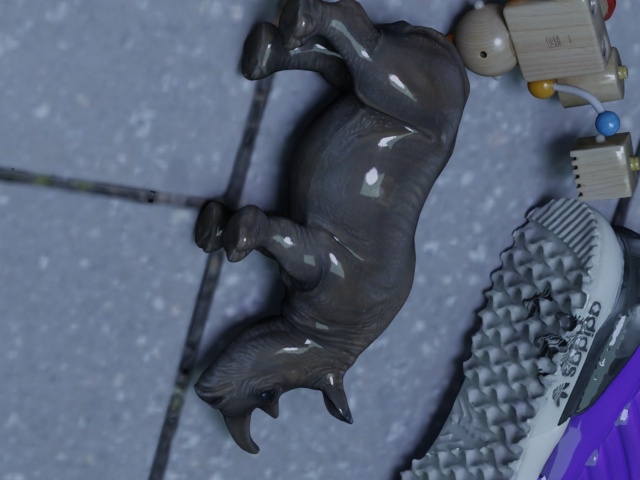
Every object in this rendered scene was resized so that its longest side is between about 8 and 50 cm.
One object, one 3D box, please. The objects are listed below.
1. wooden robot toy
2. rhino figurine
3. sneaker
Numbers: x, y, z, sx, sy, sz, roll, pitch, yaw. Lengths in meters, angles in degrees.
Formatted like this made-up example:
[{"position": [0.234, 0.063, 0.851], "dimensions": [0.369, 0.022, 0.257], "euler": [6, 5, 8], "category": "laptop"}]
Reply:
[{"position": [0.104, -0.099, 0.829], "dimensions": [0.079, 0.076, 0.173], "euler": [-8, 122, 21], "category": "wooden robot toy"}, {"position": [0.000, 0.000, 0.812], "dimensions": [0.106, 0.073, 0.243], "euler": [9, 110, -22], "category": "rhino figurine"}, {"position": [0.131, 0.133, 0.906], "dimensions": [0.146, 0.102, 0.293], "euler": [18, 105, -29], "category": "sneaker"}]
